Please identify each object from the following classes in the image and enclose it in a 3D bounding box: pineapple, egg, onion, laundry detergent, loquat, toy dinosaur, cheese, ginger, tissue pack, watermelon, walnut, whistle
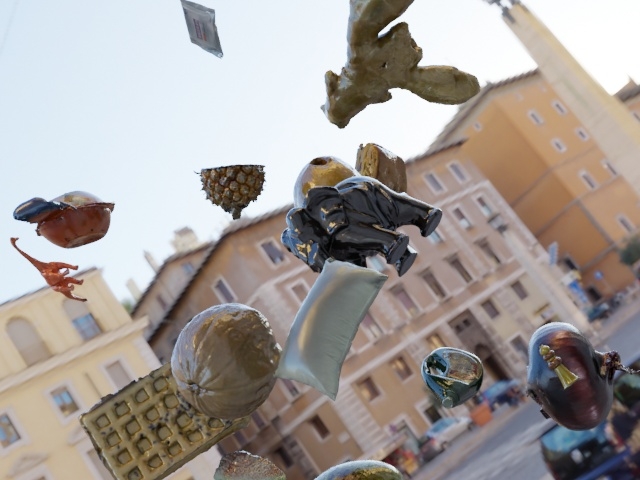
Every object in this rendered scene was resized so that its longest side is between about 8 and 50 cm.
[{"bbox_3d":[-0.217,-0.118,2.137,0.176,0.137,0.161,-3,3,17],"label":"pineapple"},{"bbox_3d":[0.085,0.663,2.104,0.289,0.238,0.238,-33,-13,6],"label":"egg"},{"bbox_3d":[0.636,0.320,2.094,0.285,0.273,0.273,-23,-9,19],"label":"onion"},{"bbox_3d":[0.280,0.304,1.865,0.211,0.137,0.063,-45,-28,-65],"label":"laundry detergent"},{"bbox_3d":[0.034,-0.103,2.200,0.193,0.238,0.238,-21,-18,-19],"label":"loquat"},{"bbox_3d":[-0.615,0.073,1.987,0.101,0.055,0.279,-5,-43,14],"label":"toy dinosaur"},{"bbox_3d":[-0.638,-0.057,2.159,0.217,0.129,0.329,-24,-10,11],"label":"cheese"},{"bbox_3d":[0.113,-0.385,1.806,0.348,0.122,0.363,-21,-46,21],"label":"ginger"},{"bbox_3d":[-0.344,-0.621,2.511,0.026,0.122,0.193,-57,-19,-26],"label":"tissue pack"},{"bbox_3d":[-0.170,0.585,2.146,0.081,0.180,0.094,61,-134,-71],"label":"watermelon"},{"bbox_3d":[-0.176,0.233,1.670,0.228,0.228,0.228,-34,-13,-9],"label":"walnut"},{"bbox_3d":[0.538,0.280,1.942,0.057,0.109,0.046,-5,-37,-47],"label":"whistle"}]

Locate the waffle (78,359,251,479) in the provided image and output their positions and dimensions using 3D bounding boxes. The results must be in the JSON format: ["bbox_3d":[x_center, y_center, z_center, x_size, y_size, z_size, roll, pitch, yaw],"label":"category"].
[{"bbox_3d":[-0.391,0.459,2.188,0.376,0.261,0.114,-30,-19,-16],"label":"waffle"}]

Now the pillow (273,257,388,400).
[{"bbox_3d":[0.019,0.158,1.565,0.078,0.144,0.254,37,-104,-57],"label":"pillow"}]

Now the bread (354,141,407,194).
[{"bbox_3d":[0.196,-0.184,2.694,0.099,0.235,0.210,-17,-26,37],"label":"bread"}]

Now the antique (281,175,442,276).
[{"bbox_3d":[0.078,-0.018,1.902,0.322,0.255,0.185,-39,-23,-39],"label":"antique"}]
